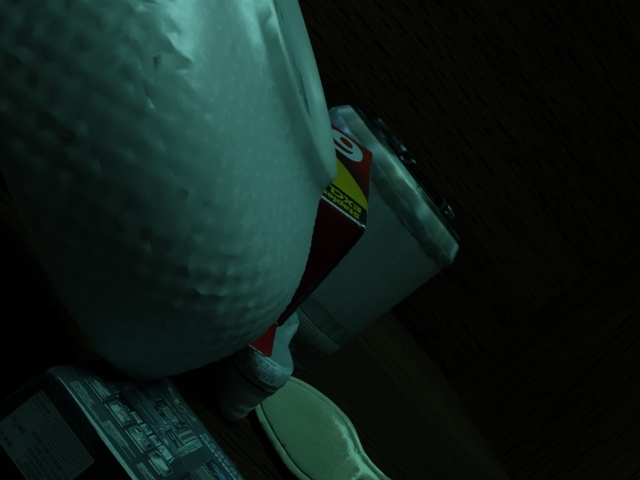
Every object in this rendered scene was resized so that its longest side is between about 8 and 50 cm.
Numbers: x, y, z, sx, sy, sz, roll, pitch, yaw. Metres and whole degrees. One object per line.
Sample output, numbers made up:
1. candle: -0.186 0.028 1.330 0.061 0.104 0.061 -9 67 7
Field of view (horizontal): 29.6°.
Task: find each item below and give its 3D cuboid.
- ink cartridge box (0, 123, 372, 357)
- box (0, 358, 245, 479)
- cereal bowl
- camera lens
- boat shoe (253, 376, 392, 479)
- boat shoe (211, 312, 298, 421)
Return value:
1. ink cartridge box: -0.113 -0.079 1.064 0.309 0.130 0.272 36 21 -11
2. box: -0.072 0.170 0.671 0.232 0.059 0.183 52 5 6
3. cereal bowl: -0.079 -0.097 0.719 0.339 0.141 0.339 -16 90 -83
4. camera lens: 0.000 0.000 1.357 0.219 0.274 0.219 52 4 -5
5. boat shoe: 0.012 0.226 1.128 0.233 0.084 0.079 47 -36 20
6. boat shoe: -0.074 0.095 1.143 0.083 0.076 0.226 39 12 -9
